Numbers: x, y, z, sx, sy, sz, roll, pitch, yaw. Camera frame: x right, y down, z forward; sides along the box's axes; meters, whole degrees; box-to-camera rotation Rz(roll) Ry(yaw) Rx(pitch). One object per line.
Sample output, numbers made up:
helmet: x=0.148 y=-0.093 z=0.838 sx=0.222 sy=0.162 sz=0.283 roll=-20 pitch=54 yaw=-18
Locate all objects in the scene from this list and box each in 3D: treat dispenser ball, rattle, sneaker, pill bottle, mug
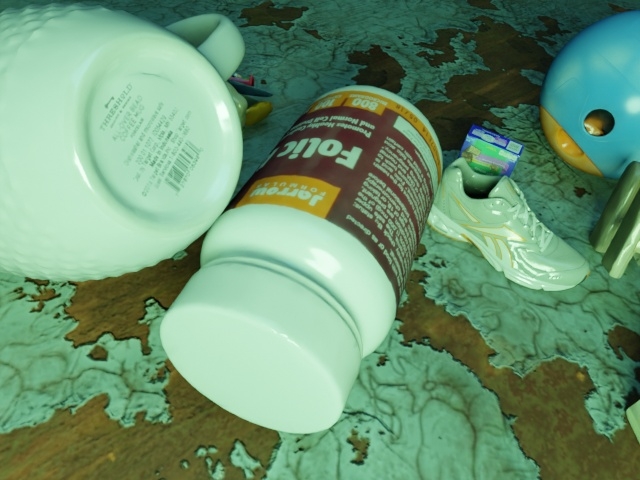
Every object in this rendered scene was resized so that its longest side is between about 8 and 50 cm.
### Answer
treat dispenser ball: x=0.545 y=-0.255 z=0.895 sx=0.287 sy=0.288 sz=0.288 roll=5 pitch=46 yaw=-6
rattle: x=-0.198 y=-0.257 z=0.859 sx=0.199 sy=0.130 sz=0.143 roll=26 pitch=58 yaw=9
sneaker: x=0.280 y=-0.027 z=0.745 sx=0.262 sy=0.121 sz=0.099 roll=31 pitch=50 yaw=18
pill bottle: x=0.000 y=0.000 z=0.594 sx=0.223 sy=0.224 sz=0.392 roll=20 pitch=46 yaw=9
mug: x=-0.228 y=-0.130 z=0.539 sx=0.327 sy=0.276 sz=0.374 roll=5 pitch=50 yaw=39

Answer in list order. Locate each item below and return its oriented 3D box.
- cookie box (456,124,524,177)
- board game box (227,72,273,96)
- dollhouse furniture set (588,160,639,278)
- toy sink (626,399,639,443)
cookie box: x=0.276 y=-0.126 z=0.847 sx=0.091 sy=0.107 sz=0.040 roll=27 pitch=49 yaw=15
board game box: x=-0.165 y=-0.294 z=0.903 sx=0.133 sy=0.033 sz=0.168 roll=17 pitch=10 yaw=40
dollhouse furniture set: x=0.579 y=-0.003 z=0.586 sx=0.361 sy=0.257 sz=0.394 roll=23 pitch=22 yaw=14
toy sink: x=0.463 y=0.256 z=0.506 sx=0.152 sy=0.131 sz=0.234 roll=3 pitch=47 yaw=-7
